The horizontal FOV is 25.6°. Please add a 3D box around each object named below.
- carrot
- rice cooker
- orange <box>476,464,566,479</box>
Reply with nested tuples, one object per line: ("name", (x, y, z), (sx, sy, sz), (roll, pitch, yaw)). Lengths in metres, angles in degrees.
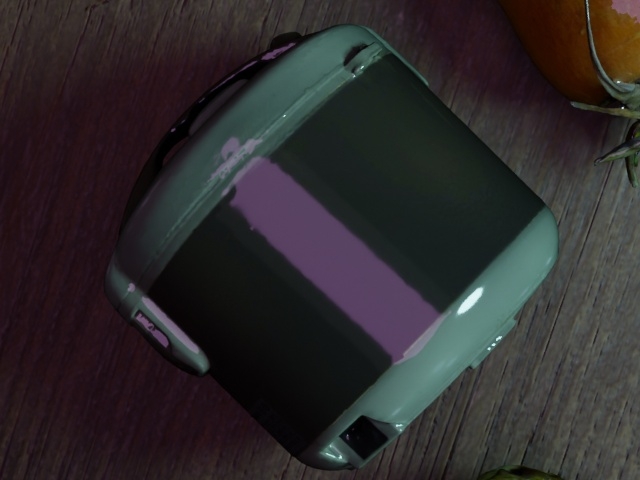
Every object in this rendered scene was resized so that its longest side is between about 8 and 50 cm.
("carrot", (0.263, -0.224, 1.249), (0.193, 0.214, 0.331), (-30, 93, 8))
("rice cooker", (0.000, 0.000, 1.231), (0.325, 0.335, 0.335), (44, 97, 2))
("orange", (0.212, 0.393, 1.271), (0.210, 0.271, 0.368), (-45, 68, 43))
